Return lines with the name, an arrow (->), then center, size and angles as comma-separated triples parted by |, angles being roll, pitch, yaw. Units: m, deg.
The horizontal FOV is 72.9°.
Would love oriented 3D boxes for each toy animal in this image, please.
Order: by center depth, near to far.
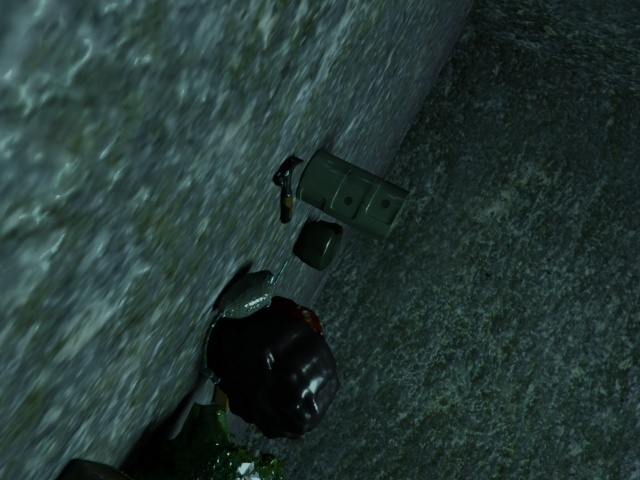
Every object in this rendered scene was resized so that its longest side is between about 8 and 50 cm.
toy animal -> -0.157, 0.133, 0.794 | 0.252, 0.079, 0.070 | -56, 148, -46

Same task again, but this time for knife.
knife -> -0.112, 0.094, 1.204 | 0.091, 0.005, 0.014 | -61, 170, -1

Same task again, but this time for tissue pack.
tissue pack -> -0.317, 0.376, 0.587 | 0.120, 0.082, 0.169 | -54, 169, -30

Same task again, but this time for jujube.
jujube -> -0.093, 0.251, 1.121 | 0.212, 0.213, 0.232 | -61, 173, -5

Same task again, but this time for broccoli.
broccoli -> -0.225, 0.460, 0.850 | 0.307, 0.309, 0.274 | 108, -17, -50

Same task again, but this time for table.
table -> 0.073, -0.097, 0.953 | 0.126, 0.220, 0.126 | -60, 172, -15

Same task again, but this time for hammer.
hammer -> -0.062, -0.091, 0.843 | 0.078, 0.021, 0.201 | -58, 172, -24

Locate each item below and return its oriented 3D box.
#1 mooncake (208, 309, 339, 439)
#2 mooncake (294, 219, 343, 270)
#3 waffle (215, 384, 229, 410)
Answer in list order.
mooncake -> -0.107, 0.282, 0.906 | 0.141, 0.283, 0.282 | -44, 161, -51
mooncake -> 0.000, 0.000, 1.254 | 0.168, 0.104, 0.175 | -55, 168, -20
waffle -> -0.213, 0.355, 1.262 | 0.274, 0.057, 0.167 | -55, 170, -41
